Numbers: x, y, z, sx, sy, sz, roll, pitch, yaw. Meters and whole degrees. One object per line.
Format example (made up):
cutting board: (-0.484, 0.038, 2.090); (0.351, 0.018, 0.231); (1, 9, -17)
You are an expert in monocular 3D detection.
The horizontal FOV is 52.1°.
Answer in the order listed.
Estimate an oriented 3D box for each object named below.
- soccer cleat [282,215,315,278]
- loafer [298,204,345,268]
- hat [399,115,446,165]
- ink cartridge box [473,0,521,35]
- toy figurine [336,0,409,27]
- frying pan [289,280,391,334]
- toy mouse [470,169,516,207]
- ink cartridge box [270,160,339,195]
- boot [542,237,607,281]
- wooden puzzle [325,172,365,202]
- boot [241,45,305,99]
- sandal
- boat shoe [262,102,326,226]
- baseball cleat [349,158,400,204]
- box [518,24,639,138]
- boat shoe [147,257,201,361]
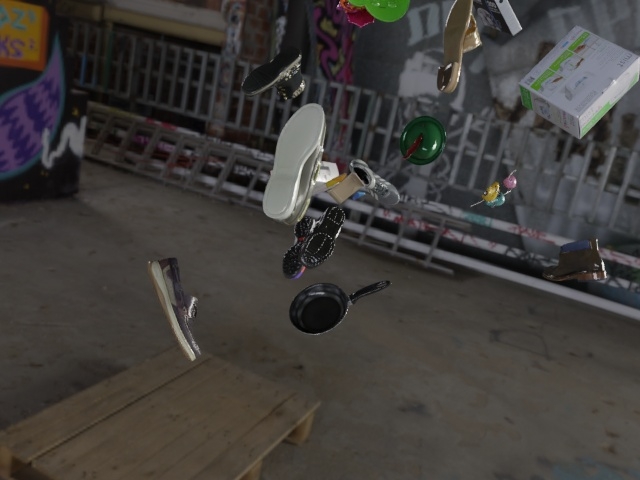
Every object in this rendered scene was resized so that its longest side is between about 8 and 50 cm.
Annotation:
soccer cleat: (-0.065, 0.046, 2.542); (0.108, 0.116, 0.318); (-11, 40, 22)
loafer: (0.000, 0.000, 1.809); (0.080, 0.078, 0.220); (40, 54, -9)
hat: (0.379, -0.330, 2.282); (0.173, 0.208, 0.183); (37, 4, -18)
ink cartridge box: (0.581, -0.815, 2.241); (0.208, 0.045, 0.206); (50, 5, -33)
toy figurine: (0.098, -0.562, 1.553); (0.173, 0.130, 0.159); (-6, 2, -25)
frying pan: (0.048, 0.186, 2.110); (0.326, 0.053, 0.197); (-35, 48, -11)
toy mouse: (0.537, -0.141, 1.929); (0.143, 0.161, 0.031); (4, 44, -50)
ink cartridge box: (-0.054, -0.231, 2.413); (0.158, 0.092, 0.218); (-18, -12, 35)
boot: (0.646, 0.049, 1.677); (0.082, 0.106, 0.219); (-7, 0, -19)
wooden puzzle: (0.054, -0.115, 1.408); (0.014, 0.078, 0.116); (61, 3, 29)
boot: (-0.148, -0.523, 2.204); (0.085, 0.236, 0.179); (45, -12, 23)
sandal: (0.346, -0.467, 1.572); (0.079, 0.240, 0.088); (11, 3, -26)
boat shoe: (-0.052, -0.183, 1.592); (0.109, 0.305, 0.091); (12, -13, 30)
baseball cleat: (0.167, -0.166, 2.029); (0.206, 0.072, 0.109); (36, 19, -15)
box: (0.781, -0.482, 1.979); (0.231, 0.262, 0.127); (43, -3, 33)
boat shoe: (-0.362, 0.170, 1.696); (0.092, 0.285, 0.103); (-22, -18, -18)
